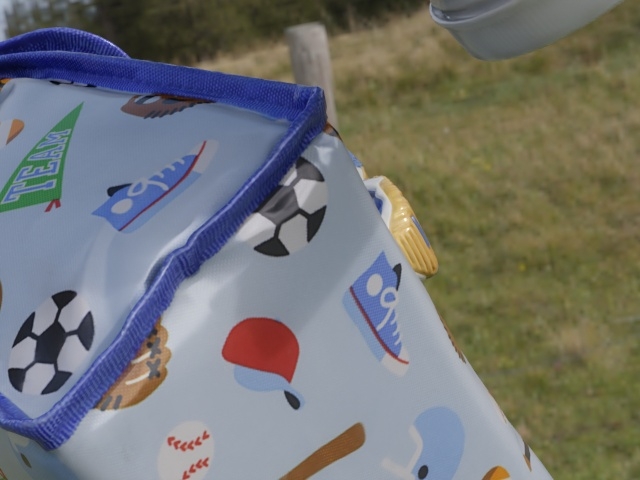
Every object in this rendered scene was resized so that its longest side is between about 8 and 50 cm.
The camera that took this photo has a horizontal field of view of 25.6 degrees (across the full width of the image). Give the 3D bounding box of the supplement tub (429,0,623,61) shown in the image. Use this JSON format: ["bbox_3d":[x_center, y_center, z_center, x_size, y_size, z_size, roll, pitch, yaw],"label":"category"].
[{"bbox_3d":[0.031,-0.220,0.518,0.191,0.272,0.191,-40,17,15],"label":"supplement tub"}]

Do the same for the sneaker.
[{"bbox_3d":[0.000,0.000,1.205,0.131,0.112,0.296,-30,7,-4],"label":"sneaker"}]

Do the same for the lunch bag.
[{"bbox_3d":[-0.102,0.066,0.784,0.385,0.328,0.239,12,54,47],"label":"lunch bag"}]
